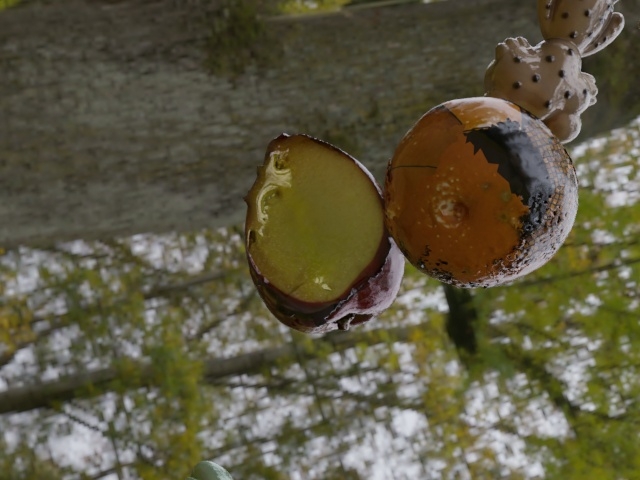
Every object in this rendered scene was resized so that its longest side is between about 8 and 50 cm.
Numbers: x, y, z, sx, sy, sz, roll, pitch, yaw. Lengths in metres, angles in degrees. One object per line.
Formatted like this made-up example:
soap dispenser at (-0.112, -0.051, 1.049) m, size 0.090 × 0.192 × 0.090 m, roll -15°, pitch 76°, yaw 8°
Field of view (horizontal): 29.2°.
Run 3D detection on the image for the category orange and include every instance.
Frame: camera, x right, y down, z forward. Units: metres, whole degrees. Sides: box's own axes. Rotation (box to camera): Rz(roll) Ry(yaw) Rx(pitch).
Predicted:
orange at (0.185, -0.055, 1.454) m, size 0.234 × 0.182 × 0.234 m, roll 12°, pitch -66°, yaw 27°

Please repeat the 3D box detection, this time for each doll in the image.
doll at (0.325, -0.258, 1.621) m, size 0.154 × 0.278 × 0.119 m, roll 36°, pitch -7°, yaw -6°

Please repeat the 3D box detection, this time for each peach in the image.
peach at (0.000, 0.000, 2.049) m, size 0.201 × 0.257 × 0.362 m, roll 71°, pitch -3°, yaw -63°

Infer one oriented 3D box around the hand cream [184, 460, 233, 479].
hand cream at (-0.280, 0.572, 2.396) m, size 0.093 × 0.306 × 0.147 m, roll 9°, pitch -36°, yaw 42°
